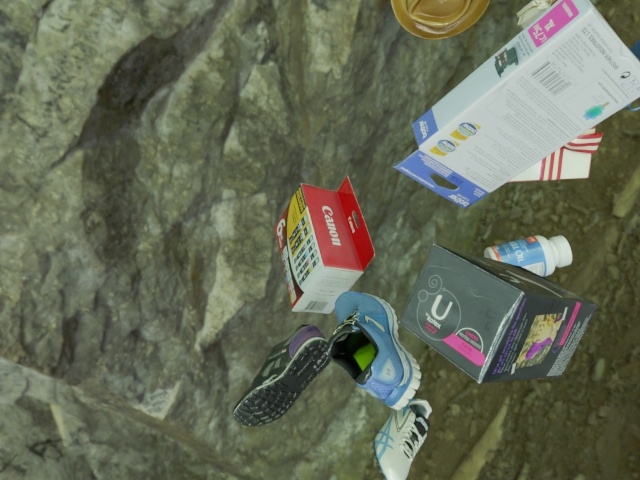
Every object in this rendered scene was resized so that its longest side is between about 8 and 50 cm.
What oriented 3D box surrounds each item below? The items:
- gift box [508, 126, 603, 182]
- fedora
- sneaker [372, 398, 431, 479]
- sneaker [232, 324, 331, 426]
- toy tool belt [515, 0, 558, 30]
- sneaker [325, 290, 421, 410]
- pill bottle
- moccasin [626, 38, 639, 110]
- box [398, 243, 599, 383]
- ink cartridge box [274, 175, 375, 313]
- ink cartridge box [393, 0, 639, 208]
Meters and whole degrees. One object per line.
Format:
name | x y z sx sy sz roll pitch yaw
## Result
gift box | 0.584 -0.309 1.338 0.258 0.255 0.276 -96 -2 -70
fedora | 0.229 -0.466 0.938 0.194 0.194 0.079 107 -178 -46
sneaker | 0.167 0.387 0.962 0.086 0.085 0.237 -36 1 25
sneaker | -0.097 0.321 1.176 0.283 0.107 0.124 -42 27 -2
toy tool belt | 0.394 -0.420 0.879 0.083 0.052 0.051 -31 44 41
sneaker | 0.085 0.194 1.013 0.130 0.147 0.330 -55 25 12
pill bottle | 0.614 0.054 1.449 0.124 0.221 0.124 -15 -90 -85
moccasin | 0.792 -0.398 1.235 0.342 0.116 0.138 123 154 -82
box | 0.284 0.117 0.770 0.270 0.165 0.143 13 -76 -41
ink cartridge box | 0.000 0.000 1.366 0.272 0.130 0.309 -56 37 39
ink cartridge box | 0.270 -0.175 0.693 0.311 0.185 0.065 -40 44 36
